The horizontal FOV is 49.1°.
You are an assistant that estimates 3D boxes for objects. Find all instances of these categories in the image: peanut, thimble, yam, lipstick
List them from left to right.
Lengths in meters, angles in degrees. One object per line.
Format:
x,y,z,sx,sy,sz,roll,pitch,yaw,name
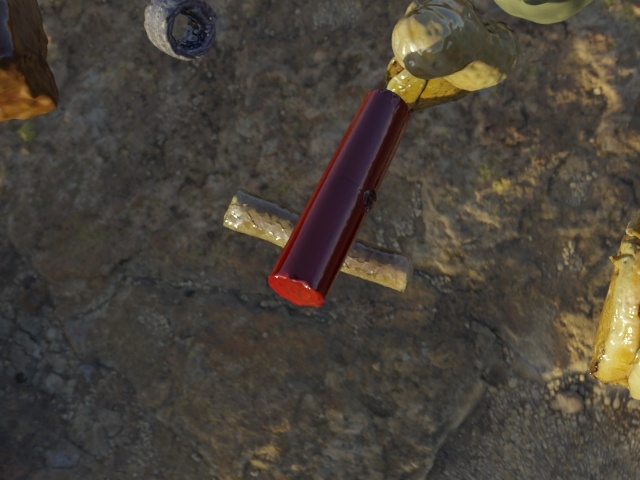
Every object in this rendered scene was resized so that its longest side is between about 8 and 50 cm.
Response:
-0.314,-0.485,1.571,0.097,0.150,0.150,32,80,40,thimble
0.000,0.000,1.254,0.356,0.081,0.081,20,71,-3,yam
0.029,-0.055,0.805,0.073,0.073,0.280,12,61,27,lipstick
0.193,-0.262,0.946,0.101,0.263,0.117,20,102,42,peanut

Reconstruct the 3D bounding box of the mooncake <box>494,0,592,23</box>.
0.466,-0.590,1.448,0.274,0.135,0.275,-4,83,39,mooncake

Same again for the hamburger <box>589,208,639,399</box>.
0.513,0.083,1.053,0.174,0.284,0.304,29,45,24,hamburger

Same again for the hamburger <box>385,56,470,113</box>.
0.212,-0.308,1.284,0.206,0.183,0.130,-32,78,-20,hamburger

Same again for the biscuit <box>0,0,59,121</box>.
-0.591,-0.288,0.968,0.394,0.166,0.343,-20,69,-5,biscuit
